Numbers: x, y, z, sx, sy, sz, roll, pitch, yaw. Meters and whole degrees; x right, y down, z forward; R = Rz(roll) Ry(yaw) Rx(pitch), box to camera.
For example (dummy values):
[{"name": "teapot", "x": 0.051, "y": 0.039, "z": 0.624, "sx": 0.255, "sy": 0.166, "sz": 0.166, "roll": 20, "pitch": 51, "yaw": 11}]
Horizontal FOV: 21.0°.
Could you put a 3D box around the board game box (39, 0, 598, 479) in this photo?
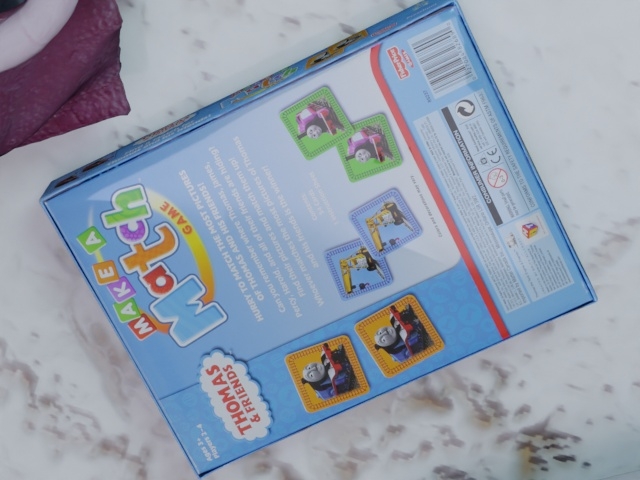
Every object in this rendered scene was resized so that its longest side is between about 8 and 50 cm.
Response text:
[{"name": "board game box", "x": 0.000, "y": 0.000, "z": 0.811, "sx": 0.211, "sy": 0.039, "sz": 0.160, "roll": -25, "pitch": 107, "yaw": 8}]

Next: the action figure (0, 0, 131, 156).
[{"name": "action figure", "x": -0.237, "y": -0.025, "z": 0.695, "sx": 0.370, "sy": 0.276, "sz": 0.248, "roll": -38, "pitch": 111, "yaw": -2}]

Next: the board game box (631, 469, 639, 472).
[{"name": "board game box", "x": 0.162, "y": 0.227, "z": 0.883, "sx": 0.160, "sy": 0.047, "sz": 0.210, "roll": -22, "pitch": 108, "yaw": 8}]

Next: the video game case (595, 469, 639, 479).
[{"name": "video game case", "x": 0.172, "y": 0.207, "z": 0.835, "sx": 0.227, "sy": 0.026, "sz": 0.206, "roll": -15, "pitch": 106, "yaw": 6}]
